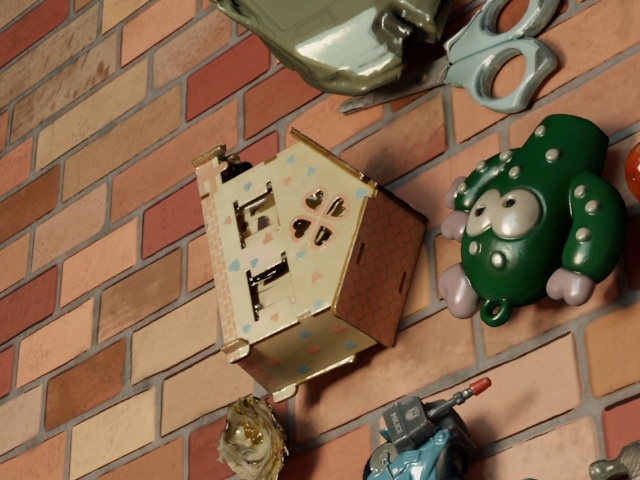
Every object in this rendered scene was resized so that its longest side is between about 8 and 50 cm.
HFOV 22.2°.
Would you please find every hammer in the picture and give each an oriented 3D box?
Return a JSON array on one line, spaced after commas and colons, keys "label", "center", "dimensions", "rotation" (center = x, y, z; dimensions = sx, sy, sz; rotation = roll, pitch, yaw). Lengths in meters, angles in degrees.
[{"label": "hammer", "center": [0.314, 0.309, 1.475], "dimensions": [0.111, 0.033, 0.288], "rotation": [-32, 47, 33]}]

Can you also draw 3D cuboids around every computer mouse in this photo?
[{"label": "computer mouse", "center": [0.013, -0.320, 2.129], "dimensions": [0.228, 0.145, 0.429], "rotation": [-46, 47, -2]}]

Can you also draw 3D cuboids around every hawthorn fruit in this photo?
[{"label": "hawthorn fruit", "center": [0.351, -0.073, 1.636], "dimensions": [0.093, 0.093, 0.093], "rotation": [-27, 49, 36]}]

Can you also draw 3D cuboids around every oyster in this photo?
[{"label": "oyster", "center": [-0.077, 0.237, 1.928], "dimensions": [0.177, 0.056, 0.105], "rotation": [-15, 79, 62]}]

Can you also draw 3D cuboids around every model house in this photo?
[{"label": "model house", "center": [0.000, 0.000, 1.937], "dimensions": [0.244, 0.169, 0.326], "rotation": [-30, 51, 24]}]

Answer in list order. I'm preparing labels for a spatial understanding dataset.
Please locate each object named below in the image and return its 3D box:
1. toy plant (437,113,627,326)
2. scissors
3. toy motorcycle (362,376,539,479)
[{"label": "toy plant", "center": [0.221, -0.016, 1.723], "dimensions": [0.232, 0.112, 0.243], "rotation": [-23, 45, 36]}, {"label": "scissors", "center": [0.147, -0.209, 1.995], "dimensions": [0.360, 0.029, 0.191], "rotation": [-16, 57, 42]}, {"label": "toy motorcycle", "center": [0.135, 0.261, 1.631], "dimensions": [0.182, 0.123, 0.272], "rotation": [-32, 38, 10]}]
